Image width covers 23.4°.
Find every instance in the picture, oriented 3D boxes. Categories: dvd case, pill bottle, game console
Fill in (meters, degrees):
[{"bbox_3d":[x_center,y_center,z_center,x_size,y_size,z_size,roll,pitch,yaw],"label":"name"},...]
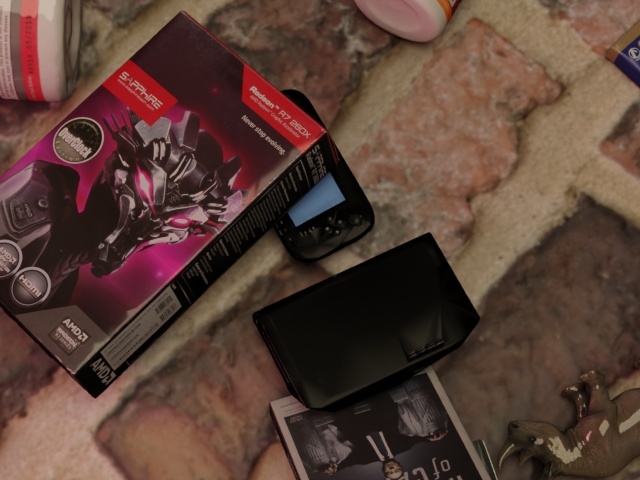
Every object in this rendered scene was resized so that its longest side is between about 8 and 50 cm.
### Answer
[{"bbox_3d":[0.065,0.225,1.559,0.179,0.029,0.239,-16,41,-9],"label":"dvd case"},{"bbox_3d":[0.135,-0.347,1.764,0.121,0.121,0.221,29,72,6],"label":"pill bottle"},{"bbox_3d":[-0.425,-0.246,1.671,0.318,0.176,0.176,3,72,-2],"label":"pill bottle"},{"bbox_3d":[0.000,0.000,1.667,0.213,0.044,0.361,-25,68,-12],"label":"game console"}]

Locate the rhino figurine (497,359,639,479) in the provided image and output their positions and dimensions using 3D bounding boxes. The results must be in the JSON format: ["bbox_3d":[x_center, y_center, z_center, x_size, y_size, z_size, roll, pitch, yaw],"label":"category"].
[{"bbox_3d":[0.298,0.193,1.623,0.243,0.073,0.106,-20,71,-8],"label":"rhino figurine"}]

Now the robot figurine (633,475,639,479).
[{"bbox_3d":[0.345,0.339,1.487,0.353,0.300,0.200,-25,33,-31],"label":"robot figurine"}]

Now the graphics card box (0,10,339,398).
[{"bbox_3d":[-0.191,-0.044,1.634,0.371,0.094,0.233,-44,69,-10],"label":"graphics card box"}]

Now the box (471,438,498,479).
[{"bbox_3d":[0.106,0.361,1.564,0.216,0.060,0.270,-17,73,-8],"label":"box"}]

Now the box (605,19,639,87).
[{"bbox_3d":[0.456,-0.182,1.774,0.136,0.036,0.225,-41,80,-14],"label":"box"}]
